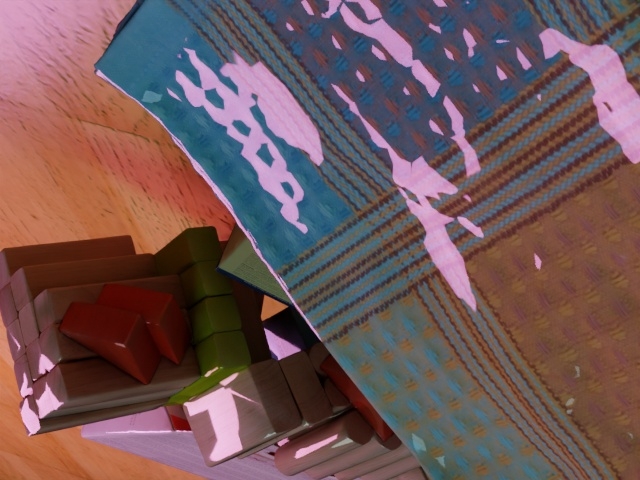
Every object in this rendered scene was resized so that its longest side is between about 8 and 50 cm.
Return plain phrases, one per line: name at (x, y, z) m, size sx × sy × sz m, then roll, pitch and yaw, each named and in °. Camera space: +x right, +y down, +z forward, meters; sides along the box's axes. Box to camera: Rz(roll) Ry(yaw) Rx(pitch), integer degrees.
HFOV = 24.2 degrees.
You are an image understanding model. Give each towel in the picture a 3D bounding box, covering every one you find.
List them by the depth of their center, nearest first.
towel at (0.072, 0.013, 0.532) m, size 0.370 × 0.040 × 0.271 m, roll 52°, pitch 148°, yaw 1°

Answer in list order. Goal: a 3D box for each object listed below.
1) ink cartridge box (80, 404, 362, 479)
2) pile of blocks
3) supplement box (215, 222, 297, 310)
ink cartridge box at (-0.059, 0.158, 1.197) m, size 0.181 × 0.056 × 0.225 m, roll 25°, pitch 157°, yaw -32°
pile of blocks at (-0.007, 0.067, 0.876) m, size 0.362 × 0.149 × 0.113 m, roll 20°, pitch 150°, yaw -26°
supplement box at (0.000, 0.000, 0.798) m, size 0.083 × 0.056 × 0.083 m, roll 26°, pitch 158°, yaw -9°
